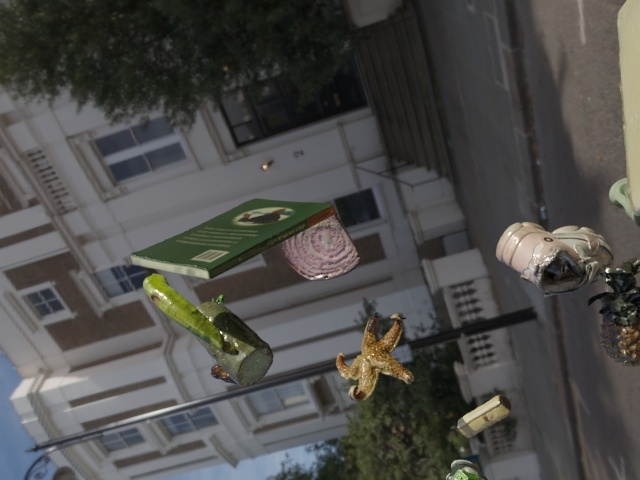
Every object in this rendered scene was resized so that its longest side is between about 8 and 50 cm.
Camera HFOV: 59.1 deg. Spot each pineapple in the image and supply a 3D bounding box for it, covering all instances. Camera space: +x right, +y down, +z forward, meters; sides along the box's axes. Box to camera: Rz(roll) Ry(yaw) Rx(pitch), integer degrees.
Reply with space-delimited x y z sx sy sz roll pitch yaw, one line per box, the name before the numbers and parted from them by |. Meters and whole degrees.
pineapple | 0.803 0.186 1.496 0.141 0.170 0.310 -67 -38 -57

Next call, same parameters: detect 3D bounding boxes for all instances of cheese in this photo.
cheese | 0.478 -0.223 0.831 0.085 0.034 0.400 105 177 -64

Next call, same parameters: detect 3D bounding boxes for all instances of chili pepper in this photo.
chili pepper | -0.209 0.110 0.859 0.208 0.043 0.049 37 151 25

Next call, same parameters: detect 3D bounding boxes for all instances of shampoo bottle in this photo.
shampoo bottle | 0.813 -0.104 1.438 0.234 0.118 0.087 -74 -14 -67

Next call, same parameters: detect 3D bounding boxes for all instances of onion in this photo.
onion | 0.000 0.000 1.819 0.250 0.247 0.111 61 -149 -7

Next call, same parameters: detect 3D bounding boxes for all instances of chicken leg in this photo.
chicken leg | -0.200 0.316 1.341 0.037 0.145 0.062 -44 -47 -55

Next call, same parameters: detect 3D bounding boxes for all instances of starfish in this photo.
starfish | 0.180 0.365 1.793 0.113 0.303 0.312 40 178 -30

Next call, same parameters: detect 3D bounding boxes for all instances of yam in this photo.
yam | -0.201 0.219 1.238 0.194 0.107 0.107 36 165 32

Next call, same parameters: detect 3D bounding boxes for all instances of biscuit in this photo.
biscuit | 0.499 0.539 1.731 0.056 0.188 0.052 39 -148 -7

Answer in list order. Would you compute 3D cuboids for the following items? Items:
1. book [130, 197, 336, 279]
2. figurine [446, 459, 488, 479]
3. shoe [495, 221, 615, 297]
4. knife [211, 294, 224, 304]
book | -0.178 -0.012 1.202 0.371 0.260 0.043 -29 -63 -44
figurine | 0.230 0.422 0.858 0.192 0.126 0.147 -92 25 -69
shoe | 0.671 0.071 1.545 0.198 0.350 0.172 -110 28 -61
knife | -0.308 0.186 1.675 0.212 0.015 0.054 137 131 -64
